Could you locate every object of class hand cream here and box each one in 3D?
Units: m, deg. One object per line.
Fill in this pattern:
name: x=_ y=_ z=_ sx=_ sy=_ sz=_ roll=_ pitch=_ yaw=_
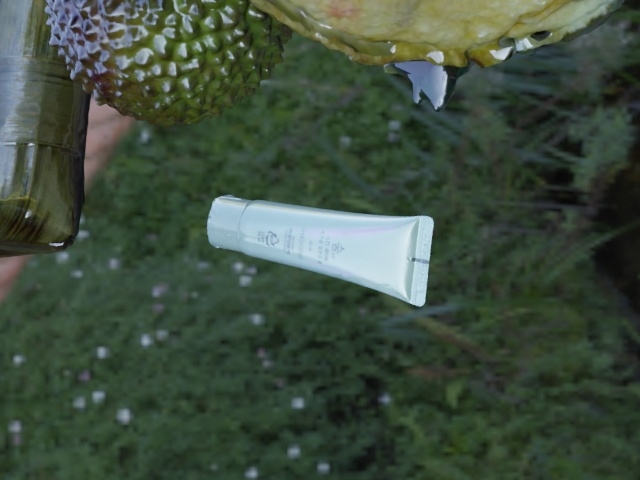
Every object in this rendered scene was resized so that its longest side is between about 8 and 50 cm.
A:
hand cream: x=0.000 y=0.000 z=1.348 sx=0.205 sy=0.050 sz=0.078 roll=12 pitch=102 yaw=24

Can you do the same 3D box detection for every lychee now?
lychee: x=-0.084 y=-0.145 z=0.920 sx=0.171 sy=0.171 sz=0.171 roll=-7 pitch=82 yaw=59

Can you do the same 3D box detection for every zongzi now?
zongzi: x=-0.314 y=-0.111 z=1.545 sx=0.300 sy=0.138 sz=0.286 roll=149 pitch=128 yaw=-65

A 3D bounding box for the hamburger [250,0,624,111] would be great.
hamburger: x=0.017 y=-0.187 z=0.502 sx=0.308 sy=0.211 sz=0.132 roll=100 pitch=167 yaw=-47
